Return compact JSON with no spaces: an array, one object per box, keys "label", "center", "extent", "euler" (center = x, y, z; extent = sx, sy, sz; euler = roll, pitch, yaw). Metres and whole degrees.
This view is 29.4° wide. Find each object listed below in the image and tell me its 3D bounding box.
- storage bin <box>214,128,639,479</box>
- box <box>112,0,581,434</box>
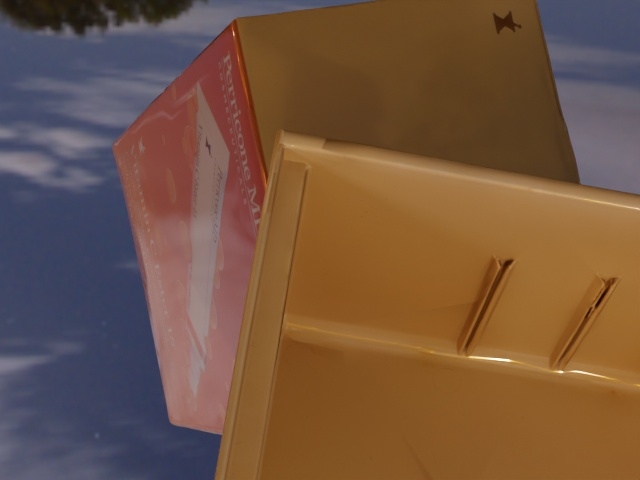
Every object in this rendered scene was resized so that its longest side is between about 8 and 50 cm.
[{"label":"storage bin","center":[0.091,0.122,0.403],"extent":[0.262,0.123,0.260],"euler":[10,-124,-2]},{"label":"box","center":[0.000,0.000,0.749],"extent":[0.168,0.215,0.345],"euler":[-11,177,-20]}]
